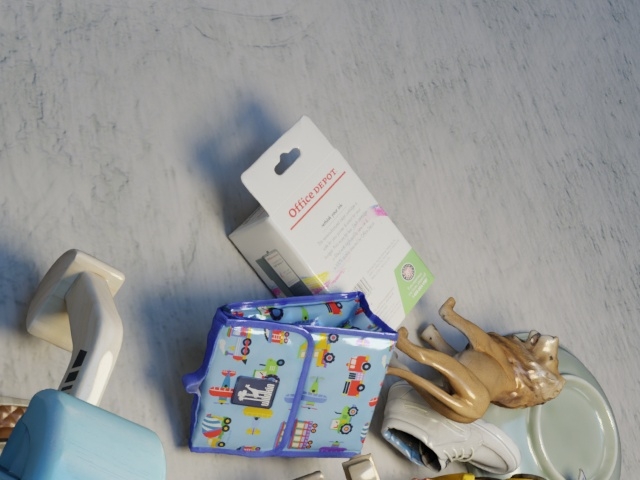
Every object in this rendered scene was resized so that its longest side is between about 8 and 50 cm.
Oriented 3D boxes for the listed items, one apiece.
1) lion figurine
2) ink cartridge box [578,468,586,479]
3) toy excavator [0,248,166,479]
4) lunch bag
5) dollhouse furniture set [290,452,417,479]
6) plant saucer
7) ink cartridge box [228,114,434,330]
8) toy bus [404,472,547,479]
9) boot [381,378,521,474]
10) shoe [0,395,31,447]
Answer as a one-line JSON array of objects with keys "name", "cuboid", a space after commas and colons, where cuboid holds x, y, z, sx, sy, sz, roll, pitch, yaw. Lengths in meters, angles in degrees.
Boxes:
[{"name": "lion figurine", "cuboid": [0.243, 0.222, 1.949, 0.240, 0.142, 0.392, 43, 33, 14]}, {"name": "ink cartridge box", "cuboid": [0.430, 0.611, 1.996, 0.324, 0.071, 0.330, 67, 27, -23]}, {"name": "toy excavator", "cuboid": [-0.293, 0.233, 1.417, 0.222, 0.433, 0.445, 31, 75, -28]}, {"name": "lunch bag", "cuboid": [-0.065, 0.197, 1.749, 0.293, 0.138, 0.221, 2, 116, -29]}, {"name": "dollhouse furniture set", "cuboid": [0.012, 0.487, 1.759, 0.355, 0.174, 0.303, -18, 87, -5]}, {"name": "plant saucer", "cuboid": [0.428, 0.352, 2.154, 0.400, 0.100, 0.401, 15, 64, -34]}, {"name": "ink cartridge box", "cuboid": [0.000, 0.000, 1.929, 0.353, 0.119, 0.207, 53, 50, -12]}, {"name": "toy bus", "cuboid": [0.238, 0.428, 1.901, 0.211, 0.220, 0.149, 25, 64, -22]}, {"name": "boot", "cuboid": [0.210, 0.340, 1.965, 0.258, 0.095, 0.123, 32, 42, -7]}, {"name": "shoe", "cuboid": [-0.418, 0.231, 1.547, 0.219, 0.058, 0.077, 7, 69, -37]}]
